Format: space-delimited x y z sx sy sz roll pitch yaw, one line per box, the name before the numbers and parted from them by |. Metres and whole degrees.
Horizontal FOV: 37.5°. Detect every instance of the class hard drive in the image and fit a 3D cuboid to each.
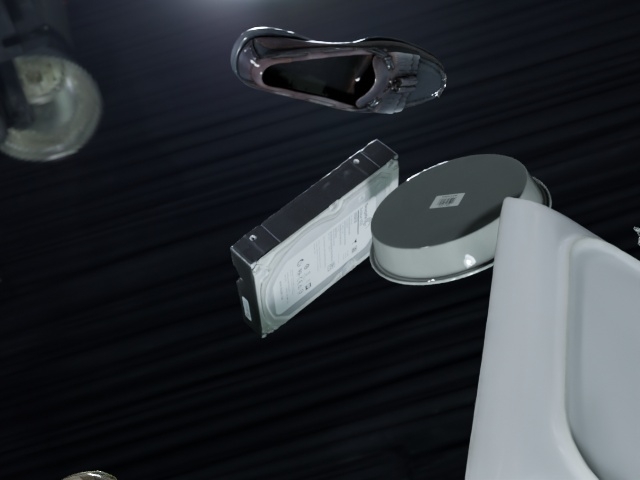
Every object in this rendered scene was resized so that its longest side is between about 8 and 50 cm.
hard drive | 0.000 0.000 1.651 0.064 0.339 0.237 40 153 26

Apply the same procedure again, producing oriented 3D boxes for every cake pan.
cake pan | 0.203 -0.042 1.443 0.293 0.293 0.054 -99 -15 -62

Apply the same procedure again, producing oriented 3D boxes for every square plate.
square plate | 0.273 0.140 0.691 0.049 0.347 0.344 -53 10 38

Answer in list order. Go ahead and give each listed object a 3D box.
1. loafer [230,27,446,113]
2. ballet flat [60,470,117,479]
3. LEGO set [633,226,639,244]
loafer | 0.036 -0.211 1.240 0.095 0.302 0.109 -122 40 -56
ballet flat | -0.171 0.281 0.886 0.058 0.084 0.250 -93 -21 -47
LEGO set | 0.484 0.003 1.350 0.083 0.023 0.054 65 149 35
